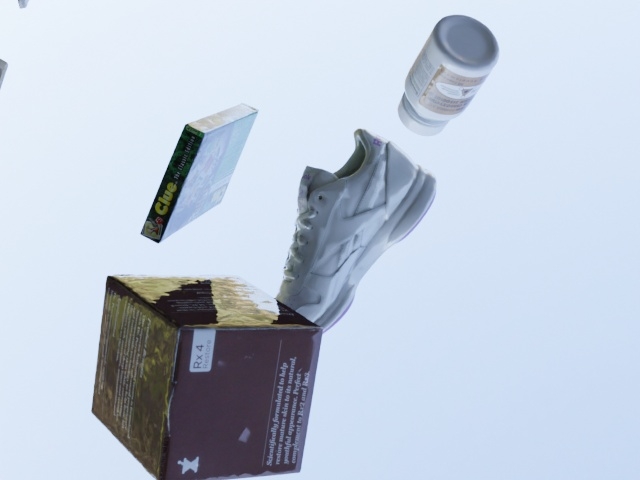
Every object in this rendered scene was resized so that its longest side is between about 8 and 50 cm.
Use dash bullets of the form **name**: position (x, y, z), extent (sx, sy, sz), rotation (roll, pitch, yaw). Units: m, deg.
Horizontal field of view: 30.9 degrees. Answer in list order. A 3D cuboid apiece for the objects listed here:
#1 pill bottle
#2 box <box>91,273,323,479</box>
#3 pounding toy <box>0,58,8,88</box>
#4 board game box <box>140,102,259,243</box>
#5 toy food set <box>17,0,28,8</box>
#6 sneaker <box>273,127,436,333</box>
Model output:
- **pill bottle**: position (0.228, -0.298, 2.148), extent (0.131, 0.131, 0.229), rotation (-59, 180, -35)
- **box**: position (-0.127, 0.141, 1.242), extent (0.203, 0.167, 0.169), rotation (26, -70, 55)
- **pounding toy**: position (-0.484, -0.222, 1.380), extent (0.094, 0.206, 0.181), rotation (-9, -119, 42)
- **board game box**: position (-0.136, -0.085, 1.361), extent (0.260, 0.030, 0.136), rotation (-49, 161, -75)
- **toy food set**: position (-0.249, -0.424, 1.464), extent (0.306, 0.220, 0.092), rotation (-14, -143, -15)
- **sneaker**: position (0.000, 0.000, 1.401), extent (0.305, 0.152, 0.114), rotation (-51, -162, -9)
